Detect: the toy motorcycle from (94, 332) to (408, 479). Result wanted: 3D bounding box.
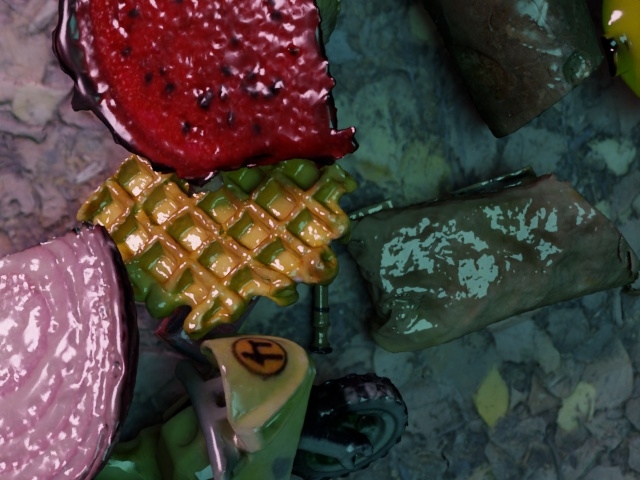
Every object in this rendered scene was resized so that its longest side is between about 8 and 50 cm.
[{"bbox_3d":[-0.119,0.227,0.985,0.410,0.168,0.237,-35,131,3],"label":"toy motorcycle"}]

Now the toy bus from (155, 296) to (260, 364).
[{"bbox_3d":[-0.081,0.029,1.034,0.065,0.077,0.192,35,85,-20],"label":"toy bus"}]

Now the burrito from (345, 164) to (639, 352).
[{"bbox_3d":[0.192,0.011,1.128,0.348,0.107,0.175,-11,117,-17],"label":"burrito"}]

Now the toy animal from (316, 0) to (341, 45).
[{"bbox_3d":[-0.031,-0.241,1.003,0.098,0.098,0.137,-1,79,-21],"label":"toy animal"}]

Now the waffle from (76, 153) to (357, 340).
[{"bbox_3d":[-0.084,-0.013,0.969,0.219,0.057,0.229,40,84,19],"label":"waffle"}]

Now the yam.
[{"bbox_3d":[0.178,-0.237,1.054,0.154,0.154,0.254,-34,107,-13],"label":"yam"}]

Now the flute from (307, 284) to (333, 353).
[{"bbox_3d":[0.000,0.000,1.089,0.027,0.027,0.233,-4,100,-21],"label":"flute"}]

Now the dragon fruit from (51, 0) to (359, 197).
[{"bbox_3d":[-0.108,-0.213,0.930,0.282,0.100,0.343,-9,95,24],"label":"dragon fruit"}]

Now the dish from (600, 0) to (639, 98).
[{"bbox_3d":[0.397,-0.256,1.105,0.221,0.108,0.262,33,67,-35],"label":"dish"}]

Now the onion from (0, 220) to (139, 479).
[{"bbox_3d":[-0.252,0.136,0.925,0.250,0.111,0.247,-17,66,11],"label":"onion"}]
